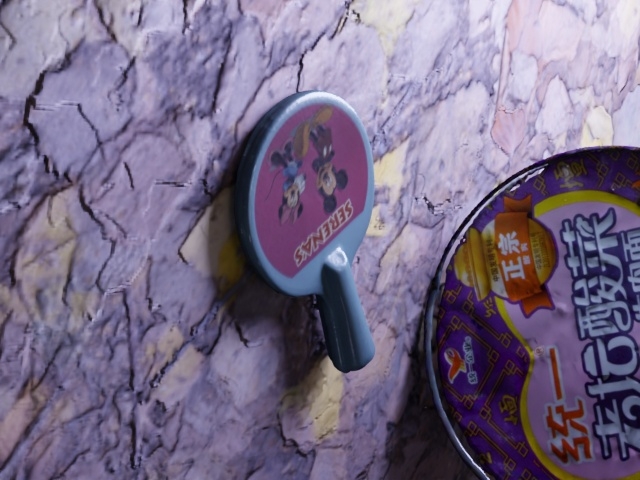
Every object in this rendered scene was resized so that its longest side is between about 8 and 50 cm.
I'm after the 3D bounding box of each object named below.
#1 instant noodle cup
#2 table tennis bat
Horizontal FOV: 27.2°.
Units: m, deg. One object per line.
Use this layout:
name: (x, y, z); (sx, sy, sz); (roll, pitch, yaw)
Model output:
instant noodle cup: (0.300, 0.094, 1.234); (0.266, 0.340, 0.339); (11, 95, -62)
table tennis bat: (0.000, 0.000, 1.029); (0.153, 0.040, 0.244); (-41, 129, -37)
